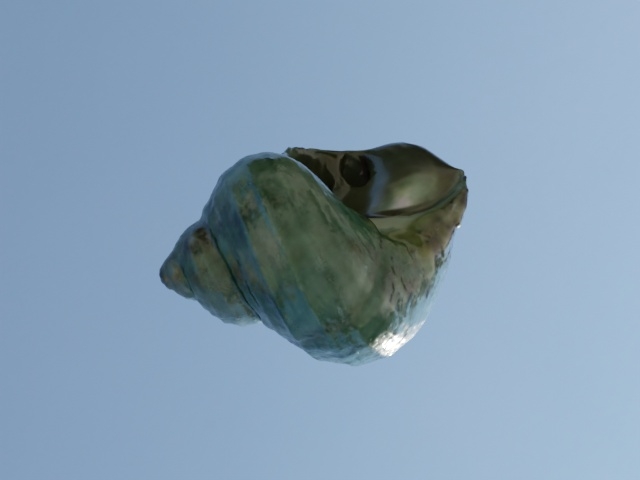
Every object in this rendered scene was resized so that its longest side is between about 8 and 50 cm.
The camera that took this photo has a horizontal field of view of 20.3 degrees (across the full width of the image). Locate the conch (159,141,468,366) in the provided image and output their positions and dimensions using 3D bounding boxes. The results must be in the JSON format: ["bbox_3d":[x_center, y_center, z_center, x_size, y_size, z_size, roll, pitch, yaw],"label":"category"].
[{"bbox_3d":[0.002,0.002,1.128,0.188,0.122,0.176,8,-137,-30],"label":"conch"}]
